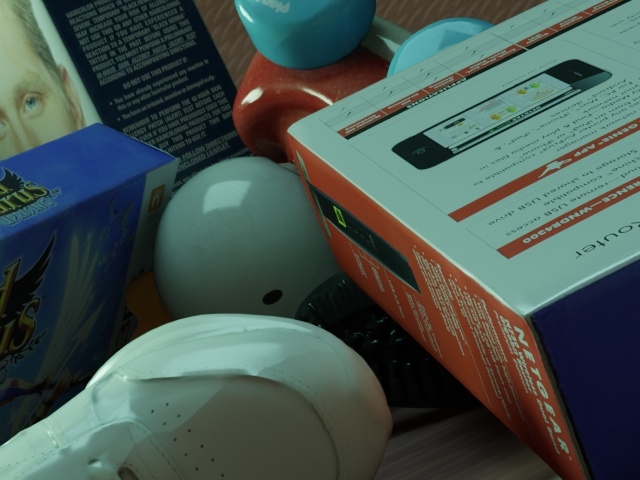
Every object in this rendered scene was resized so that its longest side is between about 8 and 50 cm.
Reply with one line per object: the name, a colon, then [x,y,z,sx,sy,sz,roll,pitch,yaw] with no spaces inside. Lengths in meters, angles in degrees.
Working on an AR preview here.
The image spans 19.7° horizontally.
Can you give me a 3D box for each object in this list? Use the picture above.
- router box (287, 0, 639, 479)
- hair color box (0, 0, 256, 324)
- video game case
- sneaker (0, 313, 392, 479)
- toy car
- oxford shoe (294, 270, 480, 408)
router box: [0.183,-0.051,0.758,0.335,0.082,0.301,-26,21,-7]
hair color box: [-0.122,-0.038,1.165,0.105,0.347,0.174,-28,4,-36]
video game case: [-0.187,0.084,0.973,0.061,0.244,0.269,23,24,17]
sneaker: [-0.106,0.135,0.705,0.305,0.114,0.152,-28,16,19]
toy car: [0.000,0.000,1.013,0.238,0.210,0.219,-49,-29,-12]
oxford shoe: [0.097,0.030,0.920,0.227,0.083,0.096,-14,1,20]
